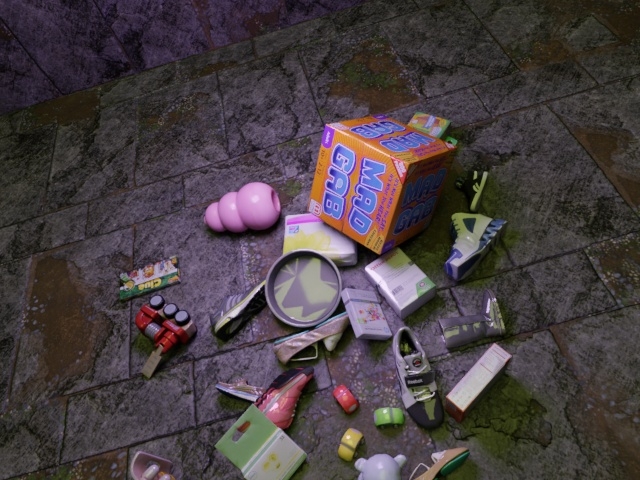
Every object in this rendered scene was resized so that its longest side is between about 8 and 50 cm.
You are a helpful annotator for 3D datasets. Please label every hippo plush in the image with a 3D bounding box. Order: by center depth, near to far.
[{"bbox_3d":[0.150,0.719,1.247,0.235,0.294,0.236,-6,44,-12],"label":"hippo plush"}]

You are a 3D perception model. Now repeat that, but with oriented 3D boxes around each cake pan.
[{"bbox_3d":[-0.061,0.178,1.720,0.294,0.054,0.292,-2,80,10],"label":"cake pan"}]

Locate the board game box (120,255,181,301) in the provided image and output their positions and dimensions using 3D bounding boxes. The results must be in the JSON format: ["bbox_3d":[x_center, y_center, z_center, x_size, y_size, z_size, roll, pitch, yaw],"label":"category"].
[{"bbox_3d":[-0.729,0.162,1.958,0.260,0.030,0.136,-19,57,0],"label":"board game box"}]

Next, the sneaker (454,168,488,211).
[{"bbox_3d":[0.600,-0.203,1.872,0.121,0.079,0.216,13,53,24],"label":"sneaker"}]

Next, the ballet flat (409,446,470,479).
[{"bbox_3d":[0.333,0.671,1.346,0.232,0.080,0.073,-36,46,-12],"label":"ballet flat"}]

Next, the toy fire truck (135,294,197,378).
[{"bbox_3d":[-0.621,0.368,1.740,0.217,0.158,0.246,24,55,25],"label":"toy fire truck"}]

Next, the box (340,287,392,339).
[{"bbox_3d":[0.161,0.261,1.626,0.038,0.145,0.186,-47,46,35],"label":"box"}]

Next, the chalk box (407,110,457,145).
[{"bbox_3d":[0.493,-0.456,2.025,0.213,0.132,0.132,24,65,26],"label":"chalk box"}]

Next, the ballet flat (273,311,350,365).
[{"bbox_3d":[-0.010,0.357,1.632,0.316,0.107,0.106,-24,75,3],"label":"ballet flat"}]

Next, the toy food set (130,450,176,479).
[{"bbox_3d":[-0.409,0.755,1.370,0.306,0.219,0.092,30,68,28],"label":"toy food set"}]

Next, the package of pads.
[{"bbox_3d":[0.000,0.000,1.853,0.297,0.101,0.228,-6,55,10],"label":"package of pads"}]

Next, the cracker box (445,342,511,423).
[{"bbox_3d":[0.483,0.441,1.414,0.232,0.155,0.067,-41,57,-15],"label":"cracker box"}]

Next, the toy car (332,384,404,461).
[{"bbox_3d":[0.154,0.568,1.467,0.225,0.053,0.238,-9,56,7],"label":"toy car"}]

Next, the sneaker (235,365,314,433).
[{"bbox_3d":[-0.130,0.549,1.530,0.314,0.116,0.136,-38,98,-25],"label":"sneaker"}]

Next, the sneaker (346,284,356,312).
[{"bbox_3d":[0.114,0.213,1.712,0.047,0.057,0.119,-7,54,11],"label":"sneaker"}]

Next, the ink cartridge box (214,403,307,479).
[{"bbox_3d":[-0.179,0.647,1.406,0.171,0.235,0.056,-46,14,-17],"label":"ink cartridge box"}]

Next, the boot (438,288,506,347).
[{"bbox_3d":[0.513,0.268,1.583,0.209,0.076,0.189,-13,53,13],"label":"boot"}]

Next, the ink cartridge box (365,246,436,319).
[{"bbox_3d":[0.291,0.153,1.688,0.160,0.092,0.219,-33,56,-10],"label":"ink cartridge box"}]

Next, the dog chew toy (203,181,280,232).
[{"bbox_3d":[-0.344,-0.125,1.965,0.332,0.206,0.206,-15,55,13],"label":"dog chew toy"}]

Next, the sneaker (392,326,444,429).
[{"bbox_3d":[0.302,0.432,1.471,0.123,0.146,0.330,-17,56,-1],"label":"sneaker"}]

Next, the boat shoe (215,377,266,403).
[{"bbox_3d":[-0.275,0.519,1.598,0.184,0.066,0.066,15,56,10],"label":"boat shoe"}]

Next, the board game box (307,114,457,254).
[{"bbox_3d":[0.224,-0.226,1.717,0.357,0.356,0.356,33,37,29],"label":"board game box"}]

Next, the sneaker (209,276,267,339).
[{"bbox_3d":[-0.308,0.238,1.765,0.300,0.111,0.121,-41,54,-17],"label":"sneaker"}]

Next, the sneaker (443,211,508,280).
[{"bbox_3d":[0.540,0.000,1.727,0.316,0.127,0.182,-40,54,-22],"label":"sneaker"}]
